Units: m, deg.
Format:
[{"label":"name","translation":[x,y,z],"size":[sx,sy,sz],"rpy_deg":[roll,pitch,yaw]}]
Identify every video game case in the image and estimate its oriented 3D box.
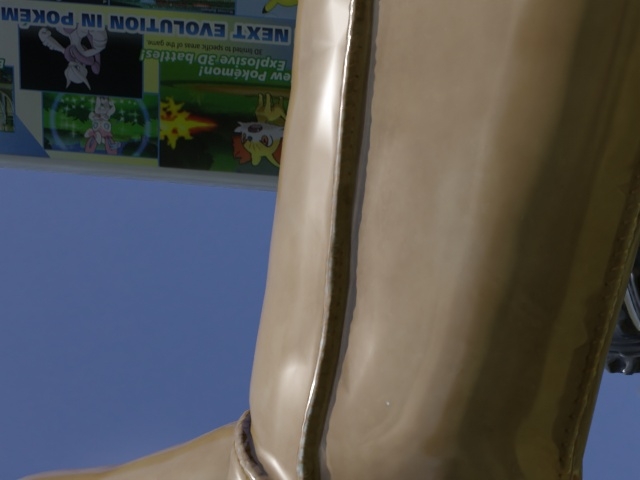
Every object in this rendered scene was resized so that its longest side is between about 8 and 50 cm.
[{"label":"video game case","translation":[-0.132,-0.174,0.918],"size":[0.036,0.329,0.300],"rpy_deg":[-80,-6,-62]}]

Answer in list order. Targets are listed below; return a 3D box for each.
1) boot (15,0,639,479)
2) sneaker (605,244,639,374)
[{"label":"boot","translation":[0.000,0.000,0.505],"size":[0.089,0.236,0.269],"rpy_deg":[4,-86,-52]},{"label":"sneaker","translation":[0.245,0.008,1.031],"size":[0.108,0.272,0.100],"rpy_deg":[-33,-74,-74]}]
